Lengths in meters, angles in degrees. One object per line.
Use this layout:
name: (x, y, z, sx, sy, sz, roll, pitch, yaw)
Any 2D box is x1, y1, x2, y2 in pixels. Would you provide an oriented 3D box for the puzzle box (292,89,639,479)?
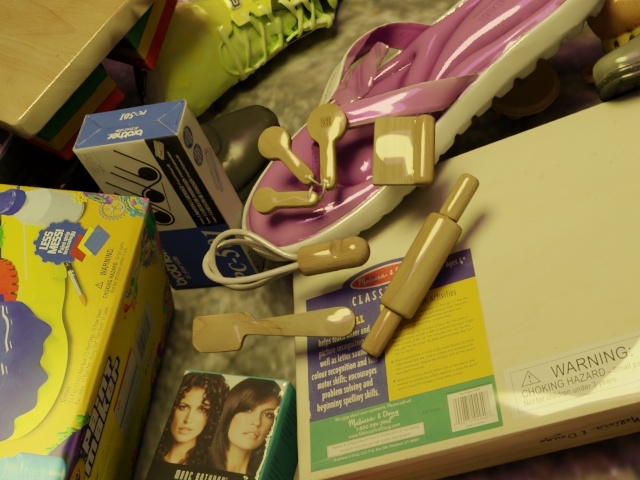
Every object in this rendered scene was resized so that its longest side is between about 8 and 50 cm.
puzzle box: (0.166, 0.030, 0.660, 0.409, 0.052, 0.272, -19, 49, 19)

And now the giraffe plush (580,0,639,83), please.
giraffe plush: (0.319, -0.239, 0.815, 0.210, 0.181, 0.170, 27, 73, -3)

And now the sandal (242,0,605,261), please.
sandal: (0.074, -0.152, 0.763, 0.416, 0.102, 0.169, -42, 37, -5)

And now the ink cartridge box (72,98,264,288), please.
ink cartridge box: (-0.130, -0.033, 0.763, 0.097, 0.207, 0.046, -6, 51, 16)

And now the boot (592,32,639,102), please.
boot: (0.306, -0.233, 0.713, 0.246, 0.083, 0.161, -30, 83, -8)

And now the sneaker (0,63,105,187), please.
sneaker: (-0.377, -0.107, 0.977, 0.131, 0.112, 0.319, 14, 58, 26)

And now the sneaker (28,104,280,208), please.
sneaker: (-0.169, -0.064, 0.856, 0.286, 0.130, 0.109, -34, 47, -9)

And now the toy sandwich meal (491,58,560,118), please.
toy sandwich meal: (0.206, -0.156, 0.856, 0.086, 0.029, 0.085, -7, 58, 12)

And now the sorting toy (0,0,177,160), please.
sorting toy: (-0.271, -0.215, 0.877, 0.257, 0.089, 0.255, 23, 70, 39)

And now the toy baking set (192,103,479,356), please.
toy baking set: (0.006, 0.002, 0.687, 0.197, 0.030, 0.256, 24, 85, 25)

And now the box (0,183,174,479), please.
box: (-0.294, 0.116, 0.680, 0.279, 0.177, 0.290, 5, 53, 3)

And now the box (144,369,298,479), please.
box: (-0.091, 0.224, 0.643, 0.101, 0.060, 0.244, 2, 54, 21)

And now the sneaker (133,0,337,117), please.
sneaker: (-0.071, -0.283, 0.983, 0.147, 0.145, 0.384, 21, 64, 32)
